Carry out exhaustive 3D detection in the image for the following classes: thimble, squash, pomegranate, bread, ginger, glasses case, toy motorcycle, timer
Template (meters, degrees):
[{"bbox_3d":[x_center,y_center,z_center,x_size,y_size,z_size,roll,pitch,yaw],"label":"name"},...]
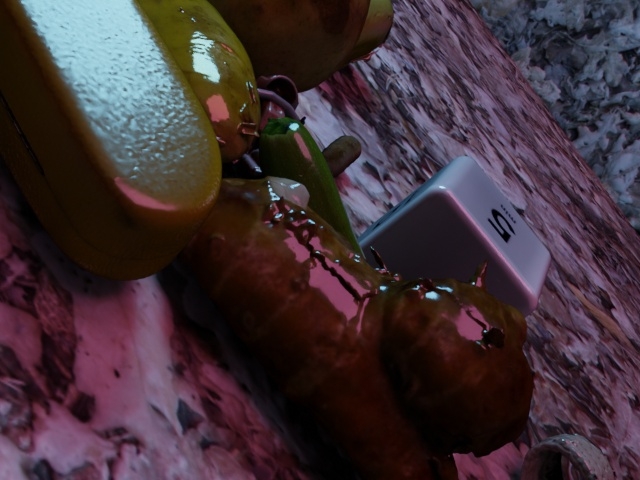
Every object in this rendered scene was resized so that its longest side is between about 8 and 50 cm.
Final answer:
[{"bbox_3d":[0.318,0.307,1.388,0.090,0.102,0.115,6,74,-58],"label":"thimble"},{"bbox_3d":[0.000,0.002,1.202,0.082,0.082,0.293,-75,146,-62],"label":"squash"},{"bbox_3d":[-0.061,-0.332,1.423,0.281,0.281,0.281,40,26,-24],"label":"pomegranate"},{"bbox_3d":[0.028,-0.375,1.788,0.158,0.156,0.260,56,23,6],"label":"bread"},{"bbox_3d":[0.042,0.073,1.077,0.418,0.254,0.176,47,1,6],"label":"ginger"},{"bbox_3d":[-0.225,-0.133,1.003,0.173,0.141,0.371,-12,65,-47],"label":"glasses case"},{"bbox_3d":[-0.072,-0.123,1.288,0.084,0.118,0.213,34,29,-33],"label":"toy motorcycle"},{"bbox_3d":[0.159,0.032,1.385,0.194,0.192,0.195,51,23,-1],"label":"timer"}]

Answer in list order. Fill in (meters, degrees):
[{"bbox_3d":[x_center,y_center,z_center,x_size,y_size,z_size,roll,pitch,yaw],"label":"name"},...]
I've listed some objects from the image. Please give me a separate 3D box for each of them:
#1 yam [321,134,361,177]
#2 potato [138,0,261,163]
[{"bbox_3d":[-0.012,-0.089,1.446,0.045,0.045,0.327,20,22,13],"label":"yam"},{"bbox_3d":[-0.150,-0.174,1.198,0.173,0.140,0.300,24,29,-34],"label":"potato"}]
